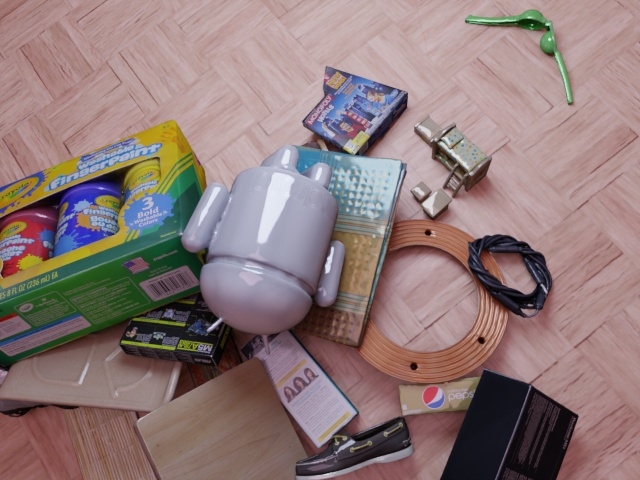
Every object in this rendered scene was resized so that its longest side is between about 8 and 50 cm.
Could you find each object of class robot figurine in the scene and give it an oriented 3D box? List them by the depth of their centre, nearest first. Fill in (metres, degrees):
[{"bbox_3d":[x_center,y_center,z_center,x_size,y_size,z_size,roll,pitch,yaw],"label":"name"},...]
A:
[{"bbox_3d":[-0.089,0.012,0.980,0.299,0.199,0.354,23,70,-20],"label":"robot figurine"}]

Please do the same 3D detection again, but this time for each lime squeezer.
[{"bbox_3d":[0.469,-0.437,1.221,0.110,0.059,0.310,-41,74,-4],"label":"lime squeezer"}]

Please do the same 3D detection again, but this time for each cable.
[{"bbox_3d":[0.366,0.051,1.077,0.184,0.047,0.150,39,61,7],"label":"cable"}]

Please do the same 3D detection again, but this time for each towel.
[{"bbox_3d":[0.000,0.000,1.103,0.271,0.040,0.370,12,81,19],"label":"towel"}]

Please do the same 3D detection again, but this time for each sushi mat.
[{"bbox_3d":[-0.421,0.439,1.130,0.151,0.019,0.317,-27,72,0],"label":"sushi mat"}]

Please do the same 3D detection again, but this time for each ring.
[{"bbox_3d":[0.198,0.113,1.097,0.336,0.032,0.337,-1,66,3],"label":"ring"}]

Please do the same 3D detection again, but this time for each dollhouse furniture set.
[{"bbox_3d":[0.228,-0.165,1.156,0.161,0.101,0.182,-41,73,-4],"label":"dollhouse furniture set"}]

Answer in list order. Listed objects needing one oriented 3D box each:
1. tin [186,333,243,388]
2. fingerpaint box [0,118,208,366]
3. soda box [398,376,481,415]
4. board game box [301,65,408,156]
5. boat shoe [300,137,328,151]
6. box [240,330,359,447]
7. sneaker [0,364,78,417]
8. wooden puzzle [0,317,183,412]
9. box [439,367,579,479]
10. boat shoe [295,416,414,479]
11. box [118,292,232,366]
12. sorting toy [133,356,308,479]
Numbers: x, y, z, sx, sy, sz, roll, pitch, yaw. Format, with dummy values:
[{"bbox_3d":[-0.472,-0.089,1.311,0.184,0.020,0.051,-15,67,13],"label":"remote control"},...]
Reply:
[{"bbox_3d":[-0.220,0.243,1.146,0.106,0.040,0.190,-24,72,-3],"label":"tin"},{"bbox_3d":[-0.452,-0.013,1.110,0.444,0.163,0.371,-20,45,3],"label":"fingerpaint box"},{"bbox_3d":[0.240,0.293,1.049,0.181,0.061,0.058,-8,73,6],"label":"soda box"},{"bbox_3d":[0.058,-0.291,1.232,0.194,0.060,0.194,36,76,18],"label":"board game box"},{"bbox_3d":[0.007,-0.125,1.194,0.073,0.073,0.207,-22,63,-10],"label":"boat shoe"},{"bbox_3d":[-0.042,0.276,1.096,0.100,0.060,0.244,-41,73,-4],"label":"box"},{"bbox_3d":[-0.602,0.316,1.155,0.271,0.100,0.108,5,90,20],"label":"sneaker"},{"bbox_3d":[-0.414,0.189,1.116,0.347,0.080,0.322,1,48,8],"label":"wooden puzzle"},{"bbox_3d":[0.313,0.377,0.944,0.103,0.184,0.261,10,71,55],"label":"box"},{"bbox_3d":[0.058,0.382,1.023,0.227,0.081,0.069,-10,81,-15],"label":"boat shoe"},{"bbox_3d":[-0.254,0.139,1.054,0.190,0.045,0.184,4,51,14],"label":"box"},{"bbox_3d":[-0.174,0.383,0.997,0.257,0.089,0.255,-22,81,-41],"label":"sorting toy"}]
